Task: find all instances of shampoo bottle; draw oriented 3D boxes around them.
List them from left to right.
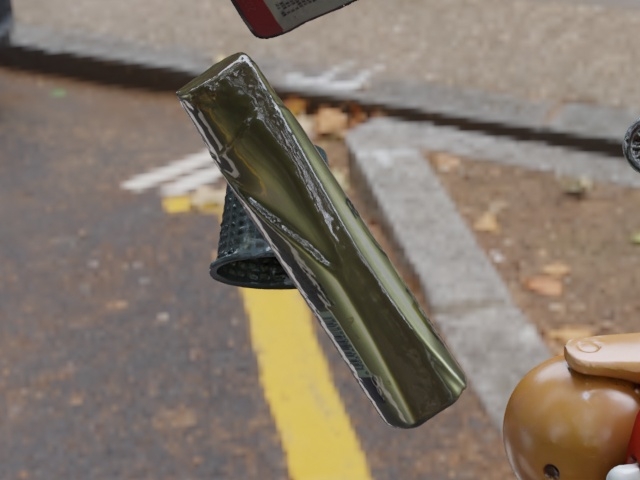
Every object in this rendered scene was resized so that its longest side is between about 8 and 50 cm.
[{"bbox_3d":[0.000,0.000,1.501,0.084,0.350,0.125,-35,10,-8],"label":"shampoo bottle"}]

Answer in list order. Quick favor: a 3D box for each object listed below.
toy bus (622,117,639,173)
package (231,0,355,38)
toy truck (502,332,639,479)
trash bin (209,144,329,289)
[{"bbox_3d":[0.376,-0.187,1.610,0.153,0.329,0.143,6,1,24],"label":"toy bus"},{"bbox_3d":[0.013,-0.294,1.740,0.239,0.154,0.030,-22,39,12],"label":"package"},{"bbox_3d":[0.254,0.163,1.194,0.239,0.189,0.265,-3,25,-2],"label":"toy truck"},{"bbox_3d":[-0.048,-0.036,2.119,0.175,0.161,0.175,0,-13,0],"label":"trash bin"}]
